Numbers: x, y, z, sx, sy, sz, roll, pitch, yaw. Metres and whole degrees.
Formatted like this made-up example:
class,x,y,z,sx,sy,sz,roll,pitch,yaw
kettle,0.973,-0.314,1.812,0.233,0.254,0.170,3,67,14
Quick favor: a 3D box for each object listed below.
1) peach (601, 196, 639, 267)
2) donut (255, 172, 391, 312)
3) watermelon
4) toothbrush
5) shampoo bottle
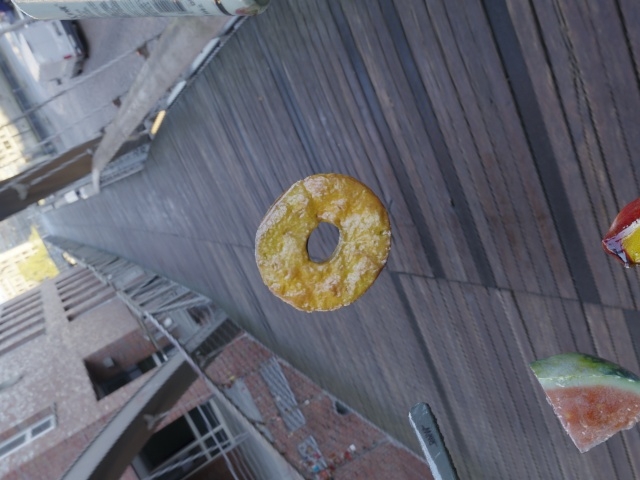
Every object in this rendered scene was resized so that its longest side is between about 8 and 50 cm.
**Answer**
class,x,y,z,sx,sy,sz,roll,pitch,yaw
peach,0.751,-0.031,1.220,0.154,0.267,0.158,-70,-23,-67
donut,0.000,0.000,1.201,0.303,0.303,0.110,66,171,-14
watermelon,0.663,0.385,1.374,0.231,0.310,0.193,101,160,-43
toothbrush,0.119,0.231,0.455,0.030,0.030,0.297,34,-167,-17
shampoo bottle,-0.171,-0.225,0.450,0.262,0.085,0.085,5,131,16
